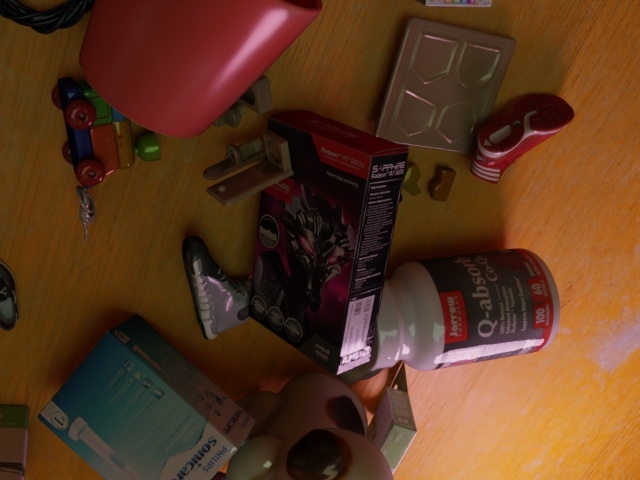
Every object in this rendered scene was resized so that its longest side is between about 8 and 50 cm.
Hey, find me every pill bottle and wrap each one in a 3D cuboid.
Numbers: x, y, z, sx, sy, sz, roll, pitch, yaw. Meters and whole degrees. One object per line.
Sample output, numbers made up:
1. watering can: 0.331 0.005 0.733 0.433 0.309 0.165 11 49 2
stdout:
1. pill bottle: 0.250 0.136 1.302 0.362 0.210 0.210 -7 122 -16

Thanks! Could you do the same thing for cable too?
1. cable: -0.358 -0.362 0.890 0.184 0.047 0.151 -34 125 3

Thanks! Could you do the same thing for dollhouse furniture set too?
1. dollhouse furniture set: -0.140 -0.164 1.011 0.123 0.144 0.151 -30 133 -25

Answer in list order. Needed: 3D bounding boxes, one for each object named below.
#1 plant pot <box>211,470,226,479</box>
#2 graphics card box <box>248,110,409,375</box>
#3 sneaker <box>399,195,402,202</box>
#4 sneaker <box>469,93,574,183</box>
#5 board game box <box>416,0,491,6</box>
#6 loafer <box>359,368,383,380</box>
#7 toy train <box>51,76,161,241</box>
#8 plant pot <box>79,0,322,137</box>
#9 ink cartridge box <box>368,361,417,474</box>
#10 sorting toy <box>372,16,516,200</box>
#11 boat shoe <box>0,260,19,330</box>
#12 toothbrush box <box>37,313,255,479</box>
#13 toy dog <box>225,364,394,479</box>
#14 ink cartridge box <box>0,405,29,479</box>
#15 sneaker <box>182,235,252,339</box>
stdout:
1. plant pot: -0.261 0.523 1.365 0.165 0.167 0.167 21 111 -18
2. graphics card box: 0.000 0.000 1.094 0.094 0.232 0.371 -15 122 -42
3. sneaker: 0.050 0.021 1.225 0.121 0.108 0.302 6 126 -35
4. sneaker: 0.356 -0.184 1.246 0.221 0.087 0.128 -22 157 -21
5. board game box: 0.172 -0.375 1.002 0.103 0.154 0.026 -5 121 -16
6. loafer: 0.122 0.249 1.430 0.125 0.039 0.045 -40 90 10
7. toy train: -0.307 -0.126 1.026 0.143 0.105 0.248 -16 125 -26
8. plant pot: -0.174 -0.287 0.883 0.274 0.275 0.243 25 120 -30
9. ink cartridge box: 0.131 0.373 1.402 0.056 0.235 0.171 18 113 -9
10. sorting toy: 0.197 -0.218 1.180 0.229 0.041 0.307 2 119 -26
11. boat shoe: -0.523 0.091 1.108 0.046 0.038 0.125 -6 121 -16
12. toothbrush box: -0.299 0.313 1.184 0.295 0.126 0.216 41 102 2
13. toy dog: 0.006 0.418 1.235 0.395 0.408 0.285 -37 102 -7
14. ink cartridge box: -0.577 0.449 1.161 0.114 0.273 0.198 9 116 -24
15. sneaker: -0.166 0.070 1.203 0.132 0.086 0.229 -16 134 -15
